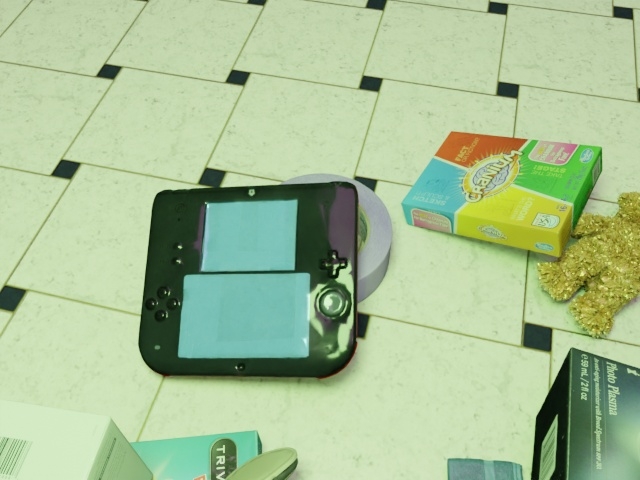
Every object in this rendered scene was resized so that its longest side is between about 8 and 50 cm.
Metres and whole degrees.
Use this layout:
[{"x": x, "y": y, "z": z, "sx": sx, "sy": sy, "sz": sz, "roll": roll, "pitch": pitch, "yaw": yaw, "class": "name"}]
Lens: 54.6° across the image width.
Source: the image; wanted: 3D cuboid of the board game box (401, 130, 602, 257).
[{"x": 0.355, "y": -0.104, "z": 1.224, "sx": 0.316, "sy": 0.064, "sz": 0.242, "roll": 14, "pitch": 54, "yaw": 35, "class": "board game box"}]

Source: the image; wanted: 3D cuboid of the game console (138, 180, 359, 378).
[{"x": -0.125, "y": 0.065, "z": 1.085, "sx": 0.386, "sy": 0.060, "sz": 0.342, "roll": -1, "pitch": 79, "yaw": 10, "class": "game console"}]

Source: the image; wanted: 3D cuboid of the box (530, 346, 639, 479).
[{"x": 0.459, "y": 0.339, "z": 0.849, "sx": 0.294, "sy": 0.183, "sz": 0.296, "roll": 17, "pitch": 37, "yaw": 12, "class": "box"}]

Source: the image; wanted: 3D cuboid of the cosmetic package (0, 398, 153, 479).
[{"x": -0.368, "y": 0.316, "z": 0.810, "sx": 0.224, "sy": 0.225, "sz": 0.138, "roll": 7, "pitch": 52, "yaw": 7, "class": "cosmetic package"}]

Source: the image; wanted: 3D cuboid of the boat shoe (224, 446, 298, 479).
[{"x": -0.110, "y": 0.373, "z": 0.878, "sx": 0.206, "sy": 0.065, "sz": 0.075, "roll": -31, "pitch": 14, "yaw": -29, "class": "boat shoe"}]

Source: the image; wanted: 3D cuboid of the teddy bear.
[{"x": 0.557, "y": 0.031, "z": 1.157, "sx": 0.337, "sy": 0.113, "sz": 0.245, "roll": -19, "pitch": 58, "yaw": -12, "class": "teddy bear"}]

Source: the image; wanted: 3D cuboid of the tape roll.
[{"x": 0.000, "y": 0.000, "z": 1.206, "sx": 0.274, "sy": 0.090, "sz": 0.275, "roll": 0, "pitch": 54, "yaw": 0, "class": "tape roll"}]

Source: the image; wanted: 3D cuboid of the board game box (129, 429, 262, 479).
[{"x": -0.251, "y": 0.430, "z": 0.913, "sx": 0.335, "sy": 0.079, "sz": 0.254, "roll": -6, "pitch": 55, "yaw": -2, "class": "board game box"}]

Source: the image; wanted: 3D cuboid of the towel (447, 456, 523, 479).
[{"x": 0.256, "y": 0.376, "z": 0.968, "sx": 0.119, "sy": 0.029, "sz": 0.067, "roll": 4, "pitch": 55, "yaw": 3, "class": "towel"}]
